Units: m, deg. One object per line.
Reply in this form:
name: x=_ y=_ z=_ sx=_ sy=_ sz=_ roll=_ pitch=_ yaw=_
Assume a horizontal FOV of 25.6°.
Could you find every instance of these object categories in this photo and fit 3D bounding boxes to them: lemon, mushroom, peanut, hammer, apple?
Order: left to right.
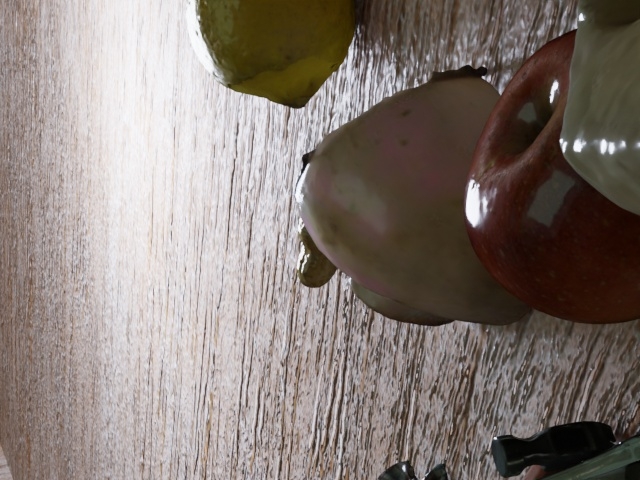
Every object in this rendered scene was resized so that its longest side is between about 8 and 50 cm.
lemon: x=-0.049 y=-0.237 z=1.395 sx=0.180 sy=0.180 sz=0.193 roll=45 pitch=128 yaw=54
peanut: x=0.000 y=0.000 z=1.502 sx=0.054 sy=0.053 sz=0.113 roll=-136 pitch=48 yaw=-55
mushroom: x=0.078 y=0.002 z=1.192 sx=0.236 sy=0.162 sz=0.173 roll=103 pitch=150 yaw=-43
hammer: x=0.163 y=0.216 z=1.160 sx=0.288 sy=0.111 sz=0.033 roll=107 pitch=150 yaw=-59
apple: x=0.191 y=-0.039 z=0.920 sx=0.201 sy=0.162 sz=0.201 roll=-50 pitch=23 yaw=30

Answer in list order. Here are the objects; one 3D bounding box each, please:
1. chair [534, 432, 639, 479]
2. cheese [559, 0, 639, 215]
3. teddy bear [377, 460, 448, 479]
chair: x=0.218 y=0.213 z=0.908 sx=0.274 sy=0.190 sz=0.203 roll=-28 pitch=66 yaw=21
cheese: x=0.246 y=-0.143 z=0.669 sx=0.318 sy=0.115 sz=0.326 roll=-46 pitch=21 yaw=38
teddy bear: x=0.069 y=0.325 z=1.373 sx=0.133 sy=0.111 sz=0.213 roll=20 pitch=116 yaw=59
